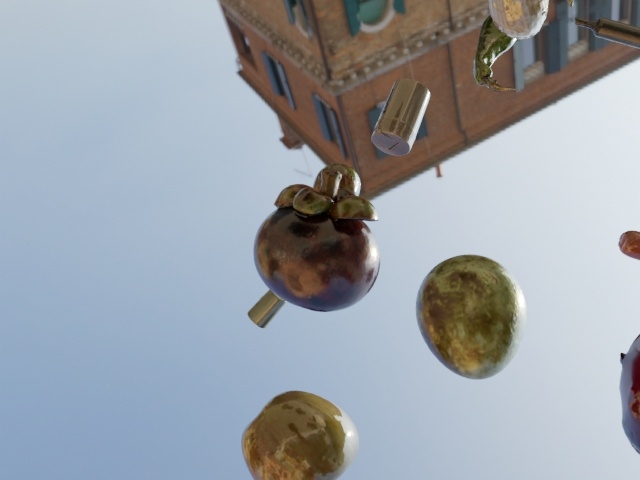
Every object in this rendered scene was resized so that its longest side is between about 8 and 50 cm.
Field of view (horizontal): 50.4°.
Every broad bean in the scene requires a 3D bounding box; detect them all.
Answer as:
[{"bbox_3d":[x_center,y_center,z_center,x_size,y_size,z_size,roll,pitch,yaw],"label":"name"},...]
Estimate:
[{"bbox_3d":[0.352,-0.385,1.310,0.098,0.056,0.317,11,-125,9],"label":"broad bean"}]

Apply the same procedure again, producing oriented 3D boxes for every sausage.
[{"bbox_3d":[0.717,0.022,1.453,0.154,0.062,0.062,16,-135,0],"label":"sausage"}]

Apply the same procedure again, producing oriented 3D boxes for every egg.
[{"bbox_3d":[0.328,0.168,1.481,0.239,0.238,0.289,-8,-127,12],"label":"egg"}]

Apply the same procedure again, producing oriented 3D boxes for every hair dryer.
[{"bbox_3d":[0.581,-0.368,1.225,0.249,0.077,0.195,21,-152,9],"label":"hair dryer"}]

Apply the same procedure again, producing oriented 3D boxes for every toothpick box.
[{"bbox_3d":[0.215,-0.328,1.818,0.111,0.111,0.180,11,-114,30],"label":"toothpick box"}]

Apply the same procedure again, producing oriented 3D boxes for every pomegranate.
[{"bbox_3d":[0.066,-0.157,2.181,0.159,0.205,0.159,-32,-145,26],"label":"pomegranate"}]

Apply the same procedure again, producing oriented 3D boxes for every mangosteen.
[{"bbox_3d":[0.000,0.000,0.944,0.200,0.199,0.199,-11,-140,9],"label":"mangosteen"}]

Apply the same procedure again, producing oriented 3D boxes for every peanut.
[{"bbox_3d":[0.286,-0.381,1.009,0.087,0.206,0.087,-14,-126,20],"label":"peanut"}]

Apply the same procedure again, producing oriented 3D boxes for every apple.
[{"bbox_3d":[-0.051,0.470,1.569,0.234,0.256,0.257,43,-116,14],"label":"apple"}]

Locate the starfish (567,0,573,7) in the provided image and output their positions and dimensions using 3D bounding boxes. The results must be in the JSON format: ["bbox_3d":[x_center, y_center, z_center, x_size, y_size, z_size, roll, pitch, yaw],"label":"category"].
[{"bbox_3d":[0.554,-0.647,1.618,0.050,0.223,0.216,-17,-143,34],"label":"starfish"}]

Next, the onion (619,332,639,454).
[{"bbox_3d":[0.731,0.293,1.205,0.348,0.347,0.385,-24,-174,-7],"label":"onion"}]

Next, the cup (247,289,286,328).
[{"bbox_3d":[-0.114,0.145,1.514,0.083,0.054,0.075,-48,180,16],"label":"cup"}]
